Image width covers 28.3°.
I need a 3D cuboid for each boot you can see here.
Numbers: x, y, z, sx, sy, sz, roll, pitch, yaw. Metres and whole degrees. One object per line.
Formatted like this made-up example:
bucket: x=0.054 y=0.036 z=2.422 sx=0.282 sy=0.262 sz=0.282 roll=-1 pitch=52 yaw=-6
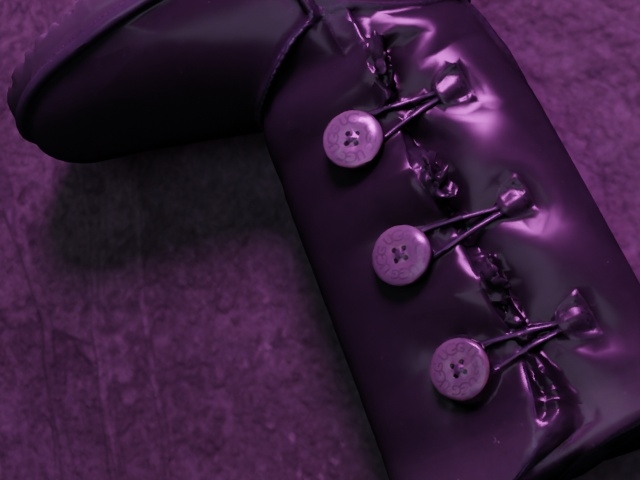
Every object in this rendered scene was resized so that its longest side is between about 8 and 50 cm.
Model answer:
boot: x=0.001 y=-0.001 z=0.882 sx=0.367 sy=0.146 sz=0.445 roll=-32 pitch=78 yaw=24
